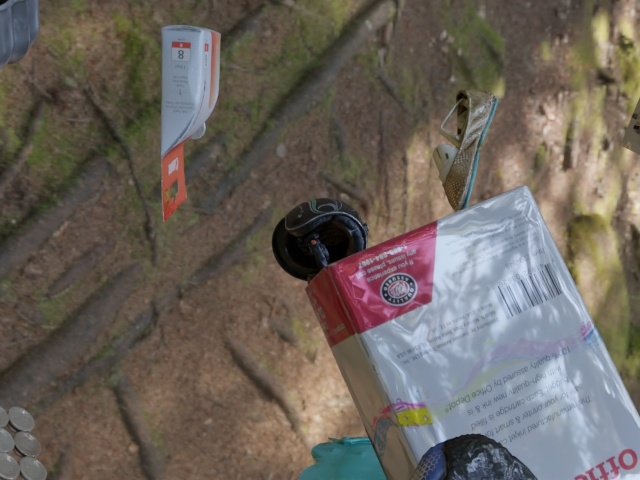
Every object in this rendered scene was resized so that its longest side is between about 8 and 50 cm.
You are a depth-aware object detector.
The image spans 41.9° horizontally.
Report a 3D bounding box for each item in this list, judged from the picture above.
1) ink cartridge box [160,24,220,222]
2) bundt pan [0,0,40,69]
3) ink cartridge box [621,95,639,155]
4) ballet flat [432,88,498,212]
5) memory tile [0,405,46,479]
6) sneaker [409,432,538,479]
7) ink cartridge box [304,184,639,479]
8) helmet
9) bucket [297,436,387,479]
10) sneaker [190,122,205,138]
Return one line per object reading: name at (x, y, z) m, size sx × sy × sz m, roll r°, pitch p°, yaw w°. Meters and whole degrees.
ink cartridge box at (-0.125, -0.117, 0.820) m, size 0.145 × 0.045 × 0.179 m, roll -93°, pitch -177°, yaw -77°
bundt pan at (-0.601, -0.345, 1.327) m, size 0.331 × 0.331 × 0.124 m, roll -39°, pitch 141°, yaw -42°
ink cartridge box at (0.592, -0.212, 1.433) m, size 0.099 × 0.056 × 0.135 m, roll 1°, pitch 118°, yaw -23°
ballet flat at (0.194, -0.130, 1.171) m, size 0.073 × 0.067 × 0.206 m, roll 108°, pitch 2°, yaw -59°
memory tile at (-0.377, 0.223, 0.935) m, size 0.012 × 0.113 × 0.148 m, roll -45°, pitch 140°, yaw 13°
sneaker at (0.040, 0.248, 0.518) m, size 0.130 × 0.147 × 0.329 m, roll -1°, pitch 118°, yaw -29°
ink cartridge box at (0.150, 0.132, 0.808) m, size 0.226 × 0.131 × 0.306 m, roll -21°, pitch 83°, yaw -17°
helmet at (0.000, 0.000, 1.528) m, size 0.170 × 0.161 × 0.169 m, roll -2°, pitch 98°, yaw -15°
bucket at (0.096, 0.404, 1.127) m, size 0.281 × 0.183 × 0.281 m, roll -4°, pitch 90°, yaw -66°
sneaker at (-0.260, -0.280, 1.650) m, size 0.061 × 0.065 × 0.157 m, roll -3°, pitch 128°, yaw -11°
